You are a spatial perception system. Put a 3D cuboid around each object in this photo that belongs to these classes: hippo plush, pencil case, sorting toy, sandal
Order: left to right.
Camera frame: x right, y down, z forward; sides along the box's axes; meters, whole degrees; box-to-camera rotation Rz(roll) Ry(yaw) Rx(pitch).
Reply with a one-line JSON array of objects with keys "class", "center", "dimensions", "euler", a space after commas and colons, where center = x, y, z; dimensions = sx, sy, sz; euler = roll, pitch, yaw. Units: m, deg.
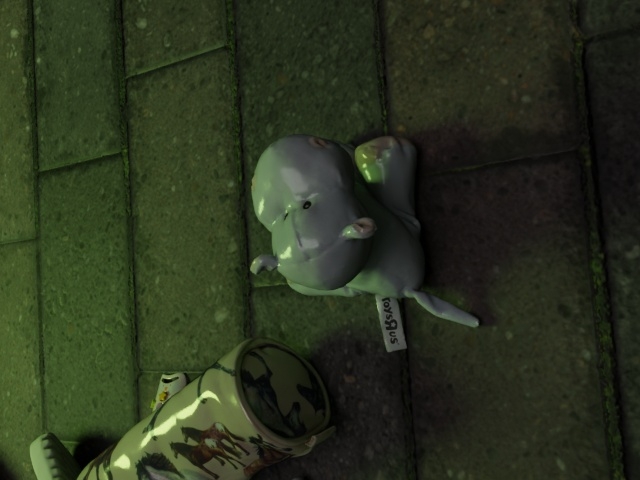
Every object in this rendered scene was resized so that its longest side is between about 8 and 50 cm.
[{"class": "sandal", "center": [-0.398, 0.448, 1.052], "dimensions": [0.169, 0.102, 0.416], "euler": [62, 167, -24]}, {"class": "sorting toy", "center": [-0.238, 0.247, 1.098], "dimensions": [0.083, 0.045, 0.075], "euler": [-13, 62, 32]}, {"class": "pencil case", "center": [-0.168, 0.301, 0.973], "dimensions": [0.410, 0.160, 0.183], "euler": [-41, 83, 25]}, {"class": "hippo plush", "center": [0.000, 0.000, 0.827], "dimensions": [0.234, 0.237, 0.294], "euler": [-23, 76, 30]}]

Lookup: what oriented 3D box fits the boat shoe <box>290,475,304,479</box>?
[{"class": "boat shoe", "center": [-0.081, 0.395, 0.963], "dimensions": [0.184, 0.066, 0.063], "euler": [-45, 56, 16]}]
